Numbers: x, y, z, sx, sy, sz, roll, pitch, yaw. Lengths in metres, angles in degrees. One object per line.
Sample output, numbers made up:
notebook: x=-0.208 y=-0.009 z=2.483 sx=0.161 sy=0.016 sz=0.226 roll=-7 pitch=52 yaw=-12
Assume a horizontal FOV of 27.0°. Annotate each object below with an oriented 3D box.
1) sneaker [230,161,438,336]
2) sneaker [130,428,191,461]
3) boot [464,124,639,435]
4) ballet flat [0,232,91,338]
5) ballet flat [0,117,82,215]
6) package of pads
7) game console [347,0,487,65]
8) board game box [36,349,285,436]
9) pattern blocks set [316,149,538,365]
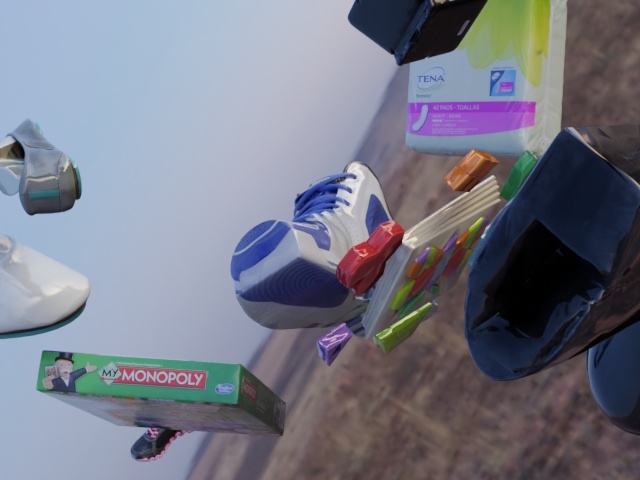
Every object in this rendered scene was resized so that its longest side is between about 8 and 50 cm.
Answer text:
sneaker: x=0.001 y=0.000 z=1.499 sx=0.127 sy=0.182 sz=0.315 roll=-30 pitch=-25 yaw=25
sneaker: x=-0.217 y=0.256 z=1.840 sx=0.119 sy=0.047 sz=0.057 roll=-37 pitch=-45 yaw=-29
boot: x=0.272 y=0.063 z=1.225 sx=0.445 sy=0.146 sz=0.367 roll=-17 pitch=-54 yaw=-58
ballet flat: x=-0.430 y=0.024 z=1.391 sx=0.139 sy=0.400 sz=0.139 roll=2 pitch=-90 yaw=-64
ballet flat: x=-0.285 y=-0.073 z=1.280 sx=0.213 sy=0.068 sz=0.072 roll=-149 pitch=50 yaw=-63
package of pads: x=0.237 y=-0.267 z=1.927 sx=0.101 sy=0.229 sz=0.297 roll=2 pitch=-87 yaw=-46
game console: x=0.100 y=-0.241 z=1.381 sx=0.107 sy=0.071 sz=0.122 roll=-17 pitch=-16 yaw=-19
board game box: x=-0.167 y=0.177 z=1.505 sx=0.317 sy=0.213 sz=0.046 roll=66 pitch=-151 yaw=-75
pattern blocks set: x=0.117 y=0.020 z=1.399 sx=0.325 sy=0.026 sz=0.285 roll=-36 pitch=-24 yaw=-32
